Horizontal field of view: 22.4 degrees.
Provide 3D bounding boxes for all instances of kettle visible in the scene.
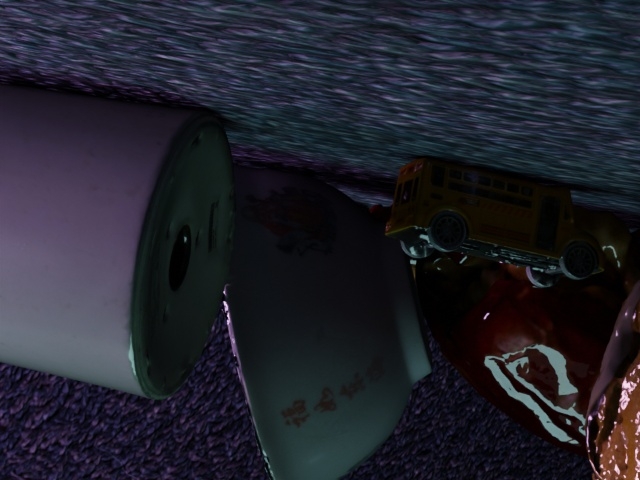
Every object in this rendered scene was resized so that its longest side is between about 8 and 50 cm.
[{"bbox_3d":[-0.231,-0.036,1.178,0.318,0.265,0.205,9,146,14],"label":"kettle"}]

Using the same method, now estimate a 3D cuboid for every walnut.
[{"bbox_3d":[0.233,0.067,1.454,0.269,0.222,0.244,22,140,-26],"label":"walnut"}]

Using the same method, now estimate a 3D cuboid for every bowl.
[{"bbox_3d":[0.014,0.071,1.501,0.157,0.346,0.345,-12,176,5],"label":"bowl"}]

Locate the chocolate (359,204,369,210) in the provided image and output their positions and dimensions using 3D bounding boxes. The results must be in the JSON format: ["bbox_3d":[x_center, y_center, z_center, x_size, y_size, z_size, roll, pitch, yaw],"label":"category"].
[{"bbox_3d":[0.000,0.000,1.965,0.112,0.112,0.321,19,-179,11],"label":"chocolate"}]

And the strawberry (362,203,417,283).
[{"bbox_3d":[0.111,0.003,1.643,0.192,0.085,0.140,1,166,36],"label":"strawberry"}]

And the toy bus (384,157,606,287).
[{"bbox_3d":[0.136,-0.013,1.225,0.162,0.074,0.069,12,170,-17],"label":"toy bus"}]

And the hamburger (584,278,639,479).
[{"bbox_3d":[0.339,0.124,1.181,0.158,0.319,0.318,27,167,-41],"label":"hamburger"}]
